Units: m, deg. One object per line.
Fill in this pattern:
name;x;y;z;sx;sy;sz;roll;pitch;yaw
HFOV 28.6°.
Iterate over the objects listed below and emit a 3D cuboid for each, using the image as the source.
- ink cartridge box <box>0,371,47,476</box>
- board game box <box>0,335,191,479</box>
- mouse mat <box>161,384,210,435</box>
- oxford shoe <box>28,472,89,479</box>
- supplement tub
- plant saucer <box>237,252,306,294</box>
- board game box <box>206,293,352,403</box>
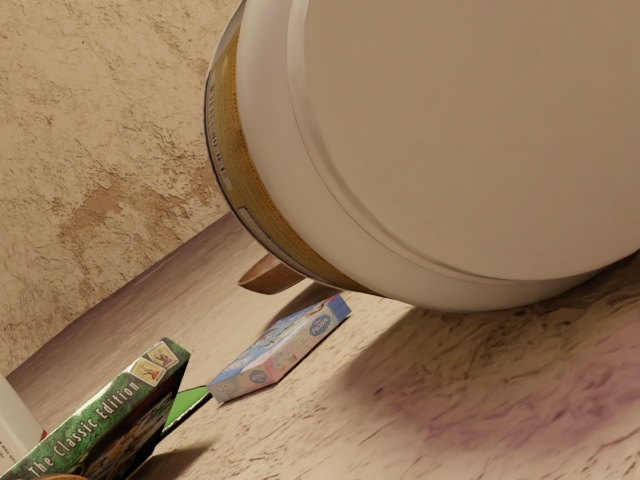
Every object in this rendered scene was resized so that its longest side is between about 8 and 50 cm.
ink cartridge box;-0.449;0.270;1.383;0.273;0.114;0.197;-36;7;-6
board game box;-0.188;0.177;0.820;0.259;0.030;0.136;-41;-14;-42
mouse mat;-0.168;0.174;1.064;0.152;0.007;0.189;-39;5;-27
oxford shoe;-0.155;0.186;0.693;0.076;0.076;0.212;5;9;13
supplement tub;0.060;-0.079;0.670;0.228;0.228;0.316;-37;6;-7
plant saucer;0.000;0.000;1.138;0.168;0.029;0.168;-36;6;5
board game box;-0.032;0.082;0.943;0.090;0.020;0.090;-42;8;-36
